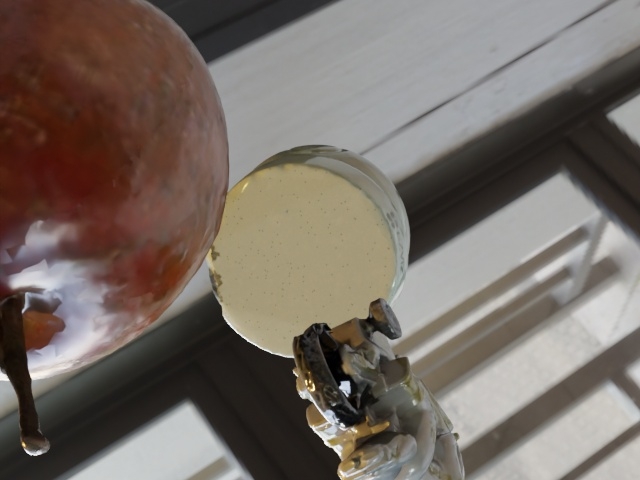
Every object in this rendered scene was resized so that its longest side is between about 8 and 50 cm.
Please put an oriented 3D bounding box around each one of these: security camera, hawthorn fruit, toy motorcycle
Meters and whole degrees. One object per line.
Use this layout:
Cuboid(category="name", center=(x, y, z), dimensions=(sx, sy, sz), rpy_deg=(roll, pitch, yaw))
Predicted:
Cuboid(category="security camera", center=(0.000, 0.000, 1.195), dimensions=(0.194, 0.195, 0.236), rpy_deg=(62, -166, -6))
Cuboid(category="hawthorn fruit", center=(-0.183, -0.031, 0.698), dimensions=(0.231, 0.263, 0.235), rpy_deg=(52, 143, -8))
Cuboid(category="toy motorcycle", center=(0.043, 0.121, 0.765), dimensions=(0.151, 0.074, 0.229), rpy_deg=(65, -171, 15))
